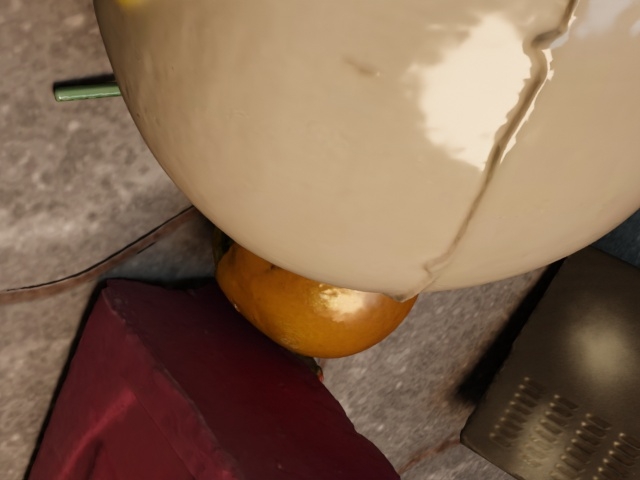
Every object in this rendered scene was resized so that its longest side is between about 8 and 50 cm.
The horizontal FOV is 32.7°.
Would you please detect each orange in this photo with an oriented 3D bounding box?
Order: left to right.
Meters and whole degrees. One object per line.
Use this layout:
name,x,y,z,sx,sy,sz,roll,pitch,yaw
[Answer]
orange,0.000,0.000,0.710,0.134,0.155,0.155,6,123,-17

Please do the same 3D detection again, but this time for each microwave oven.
microwave oven,0.391,0.228,1.122,0.236,0.374,0.432,-56,139,-3

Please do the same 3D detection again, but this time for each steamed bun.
steamed bun,0.053,-0.160,0.473,0.333,0.334,0.374,-8,130,-40

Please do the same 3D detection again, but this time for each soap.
soap,-0.108,0.236,0.748,0.128,0.233,0.360,1,123,-42

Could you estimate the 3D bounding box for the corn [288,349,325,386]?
corn,-0.042,0.196,0.894,0.092,0.092,0.281,-15,130,-36

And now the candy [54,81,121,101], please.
candy,-0.063,-0.094,0.650,0.193,0.062,0.058,-8,174,-29
